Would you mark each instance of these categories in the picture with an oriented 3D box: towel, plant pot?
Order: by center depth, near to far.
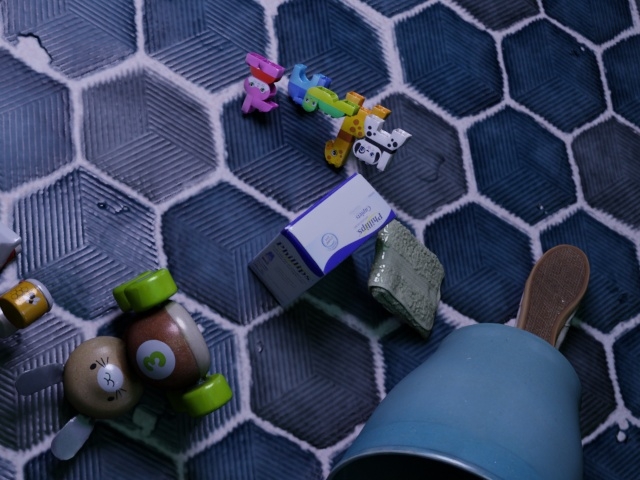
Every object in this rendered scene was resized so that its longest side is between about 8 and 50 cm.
[{"bbox_3d":[0.174,0.241,1.306,0.272,0.271,0.255,40,45,-7],"label":"plant pot"},{"bbox_3d":[0.107,0.044,1.427,0.148,0.027,0.110,41,52,-45],"label":"towel"}]

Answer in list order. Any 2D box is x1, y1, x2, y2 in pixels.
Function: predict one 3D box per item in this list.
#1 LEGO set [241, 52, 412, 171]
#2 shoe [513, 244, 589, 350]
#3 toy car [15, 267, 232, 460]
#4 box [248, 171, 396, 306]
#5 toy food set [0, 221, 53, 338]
[{"bbox_3d":[0.006,-0.143,1.448,0.227,0.093,0.087,30,22,17],"label":"LEGO set"},{"bbox_3d":[0.289,0.097,1.517,0.077,0.058,0.219,25,58,8],"label":"shoe"},{"bbox_3d":[-0.217,0.141,1.226,0.188,0.149,0.155,-29,96,-18],"label":"toy car"},{"bbox_3d":[0.000,0.000,1.365,0.126,0.137,0.072,-39,89,-30],"label":"box"},{"bbox_3d":[-0.345,0.005,1.215,0.232,0.111,0.104,35,52,21],"label":"toy food set"}]
